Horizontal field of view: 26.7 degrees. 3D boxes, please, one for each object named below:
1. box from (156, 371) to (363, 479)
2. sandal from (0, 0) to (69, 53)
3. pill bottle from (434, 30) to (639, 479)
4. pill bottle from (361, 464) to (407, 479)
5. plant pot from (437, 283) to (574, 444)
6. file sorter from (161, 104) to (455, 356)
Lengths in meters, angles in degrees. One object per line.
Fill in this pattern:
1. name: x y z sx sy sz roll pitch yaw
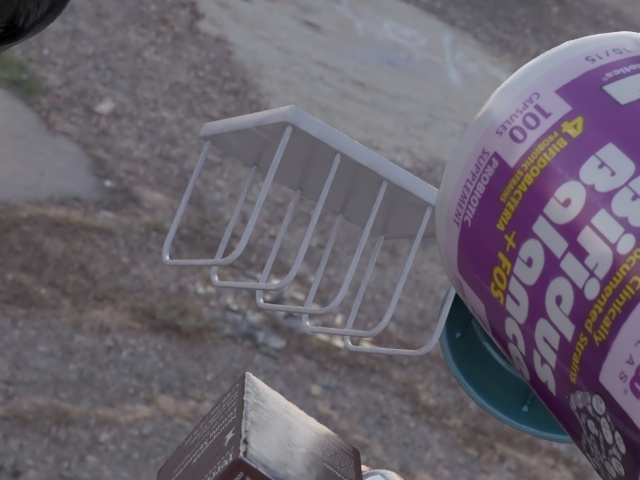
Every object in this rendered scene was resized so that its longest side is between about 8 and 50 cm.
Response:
1. box: -0.066 0.279 1.413 0.167 0.168 0.203 38 14 -13
2. sandal: -0.410 -0.291 1.576 0.107 0.446 0.167 -15 78 -45
3. pill bottle: 0.178 0.042 0.558 0.169 0.169 0.301 12 24 -28
4. pill bottle: 0.091 0.373 1.708 0.130 0.130 0.246 12 11 -28
5. plant pot: 0.386 0.065 2.009 0.341 0.341 0.334 24 41 8
6. file sorter: 0.000 0.000 1.466 0.278 0.173 0.193 27 -15 -29
